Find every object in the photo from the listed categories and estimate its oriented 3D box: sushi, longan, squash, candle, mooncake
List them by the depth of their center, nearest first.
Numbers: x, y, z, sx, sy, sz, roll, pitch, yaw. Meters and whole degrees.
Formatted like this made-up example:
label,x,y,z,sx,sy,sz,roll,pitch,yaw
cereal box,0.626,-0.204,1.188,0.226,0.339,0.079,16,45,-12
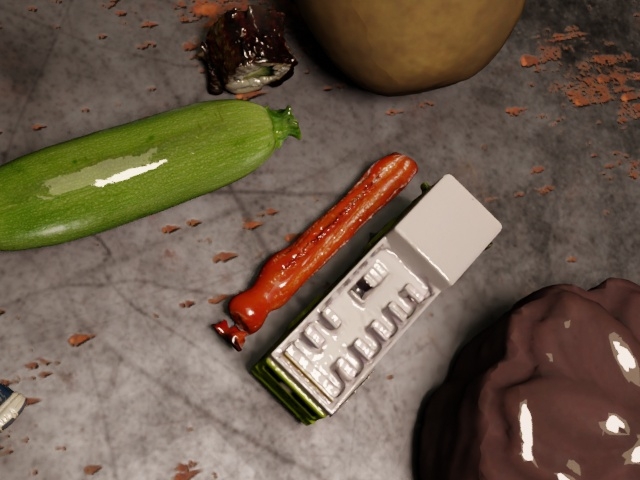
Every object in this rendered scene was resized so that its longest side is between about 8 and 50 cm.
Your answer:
label,x,y,z,sx,sy,sz,roll,pitch,yaw
squash,-0.199,-0.078,0.889,0.395,0.107,0.107,-20,82,-21
mooncake,0.309,0.226,0.908,0.381,0.212,0.351,-2,70,-19
candle,0.000,0.000,0.958,0.329,0.048,0.051,-44,104,-23
longan,0.103,-0.319,0.961,0.297,0.297,0.297,4,74,-15
sushi,-0.084,-0.227,0.979,0.094,0.098,0.084,-9,81,-38

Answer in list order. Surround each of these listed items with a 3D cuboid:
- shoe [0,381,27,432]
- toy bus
label,x,y,z,sx,sy,sz,roll,pitch,yaw
shoe,-0.361,0.179,0.793,0.143,0.064,0.071,-35,88,-24
toy bus,0.065,0.064,0.907,0.113,0.139,0.302,44,70,1
